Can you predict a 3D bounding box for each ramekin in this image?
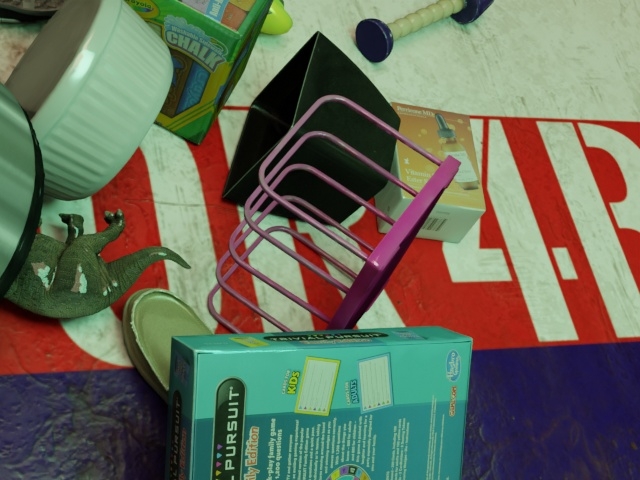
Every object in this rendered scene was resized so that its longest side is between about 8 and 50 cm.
[{"bbox_3d":[-0.293,-0.171,1.426,0.127,0.273,0.273,35,48,-27],"label":"ramekin"}]

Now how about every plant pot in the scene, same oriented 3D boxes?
[{"bbox_3d":[0.000,-0.131,1.579,0.167,0.187,0.188,28,50,-20],"label":"plant pot"}]

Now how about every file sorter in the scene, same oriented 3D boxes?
[{"bbox_3d":[0.000,0.000,1.414,0.182,0.291,0.202,35,51,6],"label":"file sorter"}]

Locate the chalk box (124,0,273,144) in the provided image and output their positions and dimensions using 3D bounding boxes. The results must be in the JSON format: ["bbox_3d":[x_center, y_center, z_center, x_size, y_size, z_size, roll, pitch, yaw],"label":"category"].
[{"bbox_3d":[-0.167,-0.306,1.545,0.179,0.289,0.180,29,52,-3],"label":"chalk box"}]

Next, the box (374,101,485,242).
[{"bbox_3d":[0.148,-0.097,1.665,0.130,0.091,0.171,7,56,-19],"label":"box"}]

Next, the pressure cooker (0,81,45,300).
[{"bbox_3d":[-0.519,-0.087,1.107,0.375,0.420,0.370,4,70,24],"label":"pressure cooker"}]

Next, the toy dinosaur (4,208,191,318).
[{"bbox_3d":[-0.318,0.032,1.386,0.313,0.121,0.160,15,65,-19],"label":"toy dinosaur"}]

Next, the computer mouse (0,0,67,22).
[{"bbox_3d":[-0.465,-0.379,1.608,0.262,0.060,0.184,-3,72,-14],"label":"computer mouse"}]

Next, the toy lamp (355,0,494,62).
[{"bbox_3d":[0.176,-0.358,1.863,0.274,0.080,0.080,-31,74,-33],"label":"toy lamp"}]

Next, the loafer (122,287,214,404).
[{"bbox_3d":[-0.140,0.158,1.370,0.102,0.092,0.268,-23,70,-35],"label":"loafer"}]

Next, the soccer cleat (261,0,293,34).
[{"bbox_3d":[-0.180,-0.364,1.725,0.289,0.093,0.121,28,82,-9],"label":"soccer cleat"}]

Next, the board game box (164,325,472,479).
[{"bbox_3d":[-0.001,0.229,1.292,0.336,0.079,0.254,0,98,-26],"label":"board game box"}]
